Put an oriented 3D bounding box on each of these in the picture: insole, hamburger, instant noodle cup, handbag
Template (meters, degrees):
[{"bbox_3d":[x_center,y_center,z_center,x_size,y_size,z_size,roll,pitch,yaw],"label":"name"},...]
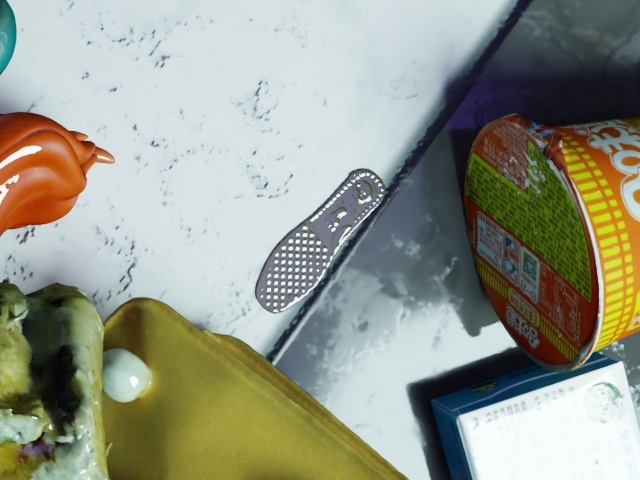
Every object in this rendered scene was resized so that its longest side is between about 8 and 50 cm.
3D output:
[{"bbox_3d":[0.000,0.000,1.085,0.045,0.002,0.135,44,84,-13],"label":"insole"},{"bbox_3d":[-0.240,0.125,0.866,0.309,0.211,0.132,-35,121,22],"label":"hamburger"},{"bbox_3d":[0.244,-0.022,1.062,0.212,0.193,0.193,-15,98,-19],"label":"instant noodle cup"},{"bbox_3d":[-0.134,0.255,0.935,0.283,0.133,0.401,37,82,27],"label":"handbag"}]

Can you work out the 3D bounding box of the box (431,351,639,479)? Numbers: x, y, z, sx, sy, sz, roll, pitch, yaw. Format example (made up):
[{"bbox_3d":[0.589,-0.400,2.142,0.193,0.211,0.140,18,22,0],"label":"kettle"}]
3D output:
[{"bbox_3d":[0.182,0.198,1.108,0.139,0.073,0.194,-17,98,-11],"label":"box"}]

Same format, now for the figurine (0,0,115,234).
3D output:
[{"bbox_3d":[-0.245,-0.084,0.928,0.181,0.208,0.257,3,88,10],"label":"figurine"}]
